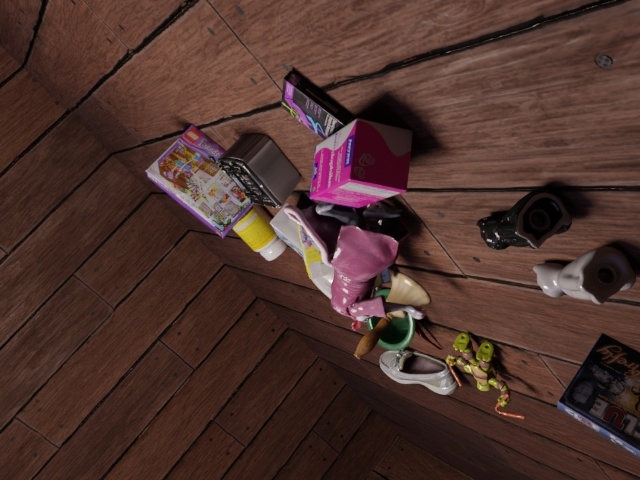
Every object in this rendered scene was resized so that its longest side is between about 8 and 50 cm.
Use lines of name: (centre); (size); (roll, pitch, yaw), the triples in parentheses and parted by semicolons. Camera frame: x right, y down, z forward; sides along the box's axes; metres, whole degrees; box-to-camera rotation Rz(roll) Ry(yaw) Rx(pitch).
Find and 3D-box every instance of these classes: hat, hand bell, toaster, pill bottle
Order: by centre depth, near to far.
toaster: (-0.165, -0.182, 1.634); (0.186, 0.110, 0.168); (49, 161, -27)
hand bell: (0.170, 0.213, 1.684); (0.126, 0.242, 0.126); (37, 163, 14)
hat: (0.258, 0.232, 1.918); (0.172, 0.183, 0.209); (11, 105, 40)
pill bottle: (-0.206, -0.039, 2.078); (0.208, 0.119, 0.119); (48, 162, -23)

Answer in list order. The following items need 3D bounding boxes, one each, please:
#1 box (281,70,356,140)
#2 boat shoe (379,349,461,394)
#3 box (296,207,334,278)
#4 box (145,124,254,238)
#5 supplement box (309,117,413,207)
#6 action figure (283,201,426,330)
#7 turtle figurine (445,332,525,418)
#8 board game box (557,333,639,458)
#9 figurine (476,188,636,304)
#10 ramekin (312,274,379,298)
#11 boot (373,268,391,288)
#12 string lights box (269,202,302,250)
box: (-0.006, -0.249, 1.254); (0.162, 0.029, 0.116); (37, 164, 6)
boat shoe: (0.318, 0.418, 2.127); (0.320, 0.118, 0.103); (13, 142, 50)
box: (0.000, 0.000, 1.647); (0.043, 0.105, 0.179); (-143, 40, -78)
box: (-0.329, -0.173, 1.859); (0.293, 0.201, 0.057); (39, 163, 6)
supplement box: (0.069, -0.135, 1.173); (0.113, 0.111, 0.220); (10, 172, -20)
action figure: (0.080, 0.080, 1.463); (0.248, 0.275, 0.370); (48, 145, 43)
turtle figurine: (0.441, 0.349, 1.710); (0.269, 0.087, 0.217); (36, 158, 45)
board game box: (0.576, 0.297, 1.139); (0.243, 0.165, 0.042); (30, 160, 31)
figurine: (0.370, 0.021, 1.049); (0.215, 0.092, 0.209); (40, 171, -2)
ramekin: (0.064, 0.110, 1.887); (0.207, 0.109, 0.207); (36, 163, 13)
boot: (0.117, 0.032, 1.659); (0.082, 0.106, 0.219); (-115, 13, -65)
string lights box: (-0.060, -0.018, 1.801); (0.133, 0.077, 0.260); (40, 175, 5)
